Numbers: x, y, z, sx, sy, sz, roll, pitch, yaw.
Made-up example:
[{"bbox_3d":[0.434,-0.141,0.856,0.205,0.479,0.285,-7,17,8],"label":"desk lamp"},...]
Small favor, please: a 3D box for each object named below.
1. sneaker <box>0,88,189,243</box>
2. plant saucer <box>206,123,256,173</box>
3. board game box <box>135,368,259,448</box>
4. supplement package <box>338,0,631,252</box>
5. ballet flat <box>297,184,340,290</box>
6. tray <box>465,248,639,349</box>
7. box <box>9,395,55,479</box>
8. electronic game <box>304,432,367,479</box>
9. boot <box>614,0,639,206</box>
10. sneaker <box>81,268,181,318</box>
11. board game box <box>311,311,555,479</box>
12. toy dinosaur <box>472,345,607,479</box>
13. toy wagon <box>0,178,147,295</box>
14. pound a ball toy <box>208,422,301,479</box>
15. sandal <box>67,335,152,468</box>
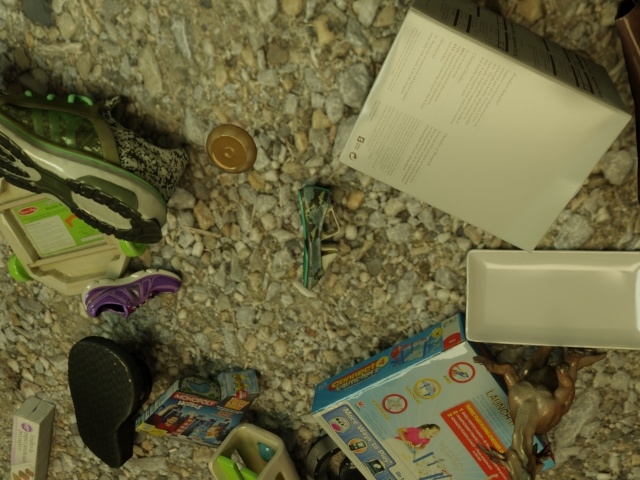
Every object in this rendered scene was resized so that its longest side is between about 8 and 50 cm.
[{"bbox_3d":[-0.381,-0.160,0.988,0.410,0.182,0.158,32,148,-6],"label":"sneaker"},{"bbox_3d":[-0.141,-0.139,1.022,0.084,0.015,0.083,6,122,10],"label":"plant saucer"},{"bbox_3d":[-0.218,0.309,1.250,0.194,0.060,0.194,27,120,-36],"label":"board game box"},{"bbox_3d":[0.194,-0.160,0.815,0.263,0.198,0.199,26,123,-1],"label":"supplement package"},{"bbox_3d":[0.000,0.000,1.045,0.070,0.070,0.188,6,125,11],"label":"ballet flat"},{"bbox_3d":[0.360,0.086,0.995,0.271,0.030,0.145,1,89,14],"label":"tray"},{"bbox_3d":[-0.667,0.492,1.508,0.063,0.067,0.324,21,124,1],"label":"box"},{"bbox_3d":[0.082,0.461,1.306,0.229,0.048,0.229,2,116,5],"label":"electronic game"},{"bbox_3d":[0.376,-0.158,0.747,0.090,0.248,0.206,-19,113,42],"label":"boot"},{"bbox_3d":[-0.325,0.100,1.145,0.170,0.071,0.068,-12,151,-21],"label":"sneaker"},{"bbox_3d":[0.195,0.321,1.147,0.302,0.086,0.308,-30,109,19],"label":"board game box"},{"bbox_3d":[0.335,0.257,1.011,0.127,0.296,0.200,11,111,43],"label":"toy dinosaur"},{"bbox_3d":[-0.462,-0.062,1.121,0.267,0.068,0.344,-12,116,20],"label":"toy wagon"},{"bbox_3d":[-0.060,0.517,1.300,0.208,0.135,0.319,12,136,35],"label":"pound a ball toy"},{"bbox_3d":[-0.414,0.305,1.311,0.168,0.107,0.445,37,138,11],"label":"sandal"}]
